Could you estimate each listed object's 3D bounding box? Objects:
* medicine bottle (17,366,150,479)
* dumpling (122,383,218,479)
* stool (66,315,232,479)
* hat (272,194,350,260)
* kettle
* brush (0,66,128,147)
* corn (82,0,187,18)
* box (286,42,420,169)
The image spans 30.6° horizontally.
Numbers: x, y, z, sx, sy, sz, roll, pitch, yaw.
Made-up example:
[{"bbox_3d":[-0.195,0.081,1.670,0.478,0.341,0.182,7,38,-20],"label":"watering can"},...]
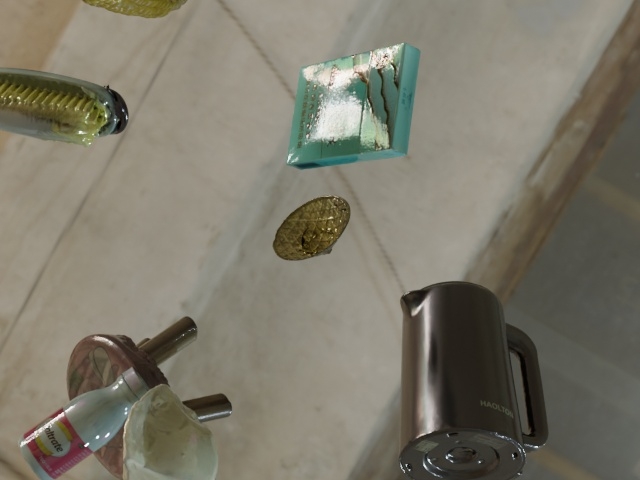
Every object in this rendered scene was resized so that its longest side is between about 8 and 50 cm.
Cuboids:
[{"bbox_3d":[-0.371,0.290,1.871,0.090,0.217,0.090,54,174,9],"label":"medicine bottle"},{"bbox_3d":[-0.227,0.304,1.747,0.131,0.179,0.252,-12,148,26],"label":"dumpling"},{"bbox_3d":[-0.306,0.273,2.069,0.178,0.272,0.272,-20,-138,-41],"label":"stool"},{"bbox_3d":[0.000,0.000,1.933,0.067,0.146,0.146,55,170,-35],"label":"hat"},{"bbox_3d":[0.260,0.239,1.962,0.262,0.203,0.308,2,-130,0],"label":"kettle"},{"bbox_3d":[-0.340,-0.138,1.162,0.297,0.068,0.060,11,-139,8],"label":"brush"},{"bbox_3d":[-0.288,-0.381,1.617,0.130,0.130,0.347,32,-170,22],"label":"corn"},{"bbox_3d":[0.045,-0.195,1.728,0.041,0.162,0.229,16,167,-40],"label":"box"}]
